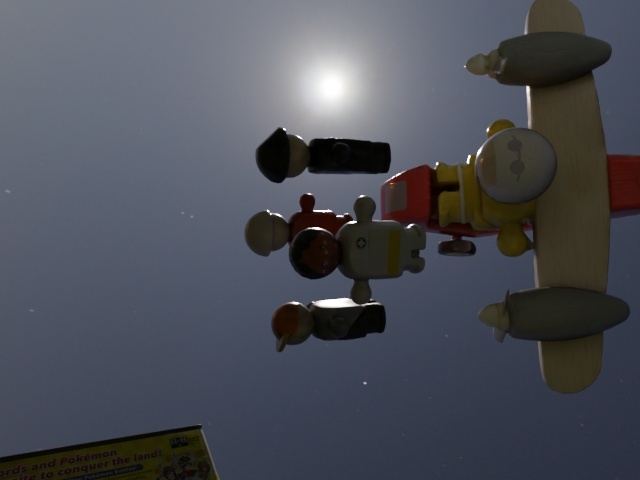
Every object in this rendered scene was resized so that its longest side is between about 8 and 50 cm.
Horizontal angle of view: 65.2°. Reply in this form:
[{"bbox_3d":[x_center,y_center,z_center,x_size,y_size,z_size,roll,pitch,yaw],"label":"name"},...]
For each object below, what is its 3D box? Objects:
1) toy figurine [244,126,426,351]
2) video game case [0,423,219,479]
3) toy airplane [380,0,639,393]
[{"bbox_3d":[0.000,0.000,0.564,0.213,0.148,0.209,113,-30,-50],"label":"toy figurine"},{"bbox_3d":[-0.217,0.316,0.502,0.248,0.275,0.035,52,-52,43],"label":"video game case"},{"bbox_3d":[0.289,-0.067,0.624,0.384,0.272,0.386,-50,-119,16],"label":"toy airplane"}]
